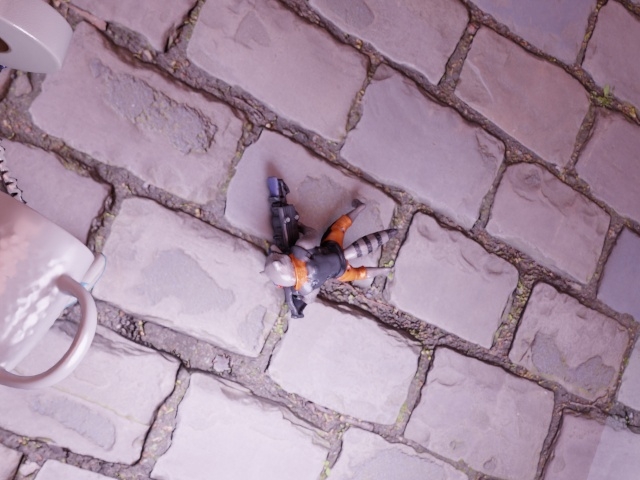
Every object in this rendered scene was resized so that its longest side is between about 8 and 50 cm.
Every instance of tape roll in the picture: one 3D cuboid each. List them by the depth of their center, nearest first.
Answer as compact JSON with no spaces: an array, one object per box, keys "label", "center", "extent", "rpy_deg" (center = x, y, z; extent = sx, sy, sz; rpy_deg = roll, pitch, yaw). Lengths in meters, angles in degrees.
[{"label":"tape roll","center":[-0.636,-0.409,1.458],"extent":[0.392,0.392,0.072],"rpy_deg":[21,82,-26]}]

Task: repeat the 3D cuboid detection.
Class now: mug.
[{"label":"mug","center":[-0.571,0.117,1.476],"extent":[0.374,0.276,0.328],"rpy_deg":[24,73,15]}]

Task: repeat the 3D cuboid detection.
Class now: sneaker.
[{"label":"sneaker","center":[-0.668,-0.156,1.621],"extent":[0.106,0.078,0.234],"rpy_deg":[-25,105,-27]},{"label":"sneaker","center":[-0.540,0.087,1.688],"extent":[0.229,0.087,0.092],"rpy_deg":[-38,112,-21]}]

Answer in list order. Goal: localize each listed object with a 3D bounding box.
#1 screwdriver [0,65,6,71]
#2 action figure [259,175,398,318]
[{"label":"screwdriver","center":[-0.619,-0.363,1.679],"extent":[0.170,0.025,0.024],"rpy_deg":[-34,106,-31]},{"label":"action figure","center":[0.000,0.000,1.921],"extent":[0.330,0.178,0.341],"rpy_deg":[-24,104,-34]}]
